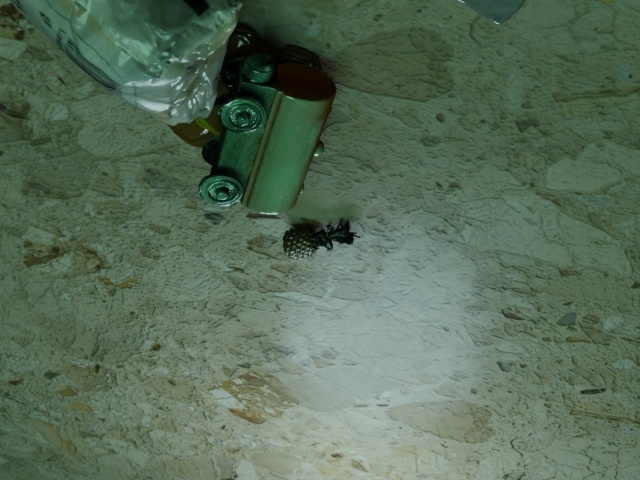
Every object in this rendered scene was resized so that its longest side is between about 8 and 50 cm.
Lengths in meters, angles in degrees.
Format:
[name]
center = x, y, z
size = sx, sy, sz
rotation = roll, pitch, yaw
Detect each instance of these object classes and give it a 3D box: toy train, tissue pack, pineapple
[toy train]
center = -0.080, -0.150, 1.613
size = 0.177, 0.116, 0.285
rotation = 9, 135, -13
[tissue pack]
center = -0.278, -0.312, 1.396
size = 0.390, 0.195, 0.375
rotation = 42, 170, -6
[pineapple]
center = 0.000, 0.000, 1.820
size = 0.124, 0.058, 0.058
rotation = -8, 130, 26

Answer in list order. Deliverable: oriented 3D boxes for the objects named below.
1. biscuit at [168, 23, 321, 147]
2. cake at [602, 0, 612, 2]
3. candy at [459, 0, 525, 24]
[biscuit]
center = -0.122, -0.217, 1.657
size = 0.290, 0.041, 0.208
rotation = -19, 126, 34
[cake]
center = 0.289, -0.425, 1.169
size = 0.222, 0.227, 0.286
rotation = 7, 135, 12
[candy]
center = 0.178, -0.327, 1.010
size = 0.137, 0.195, 0.185
rotation = 29, 141, -3
